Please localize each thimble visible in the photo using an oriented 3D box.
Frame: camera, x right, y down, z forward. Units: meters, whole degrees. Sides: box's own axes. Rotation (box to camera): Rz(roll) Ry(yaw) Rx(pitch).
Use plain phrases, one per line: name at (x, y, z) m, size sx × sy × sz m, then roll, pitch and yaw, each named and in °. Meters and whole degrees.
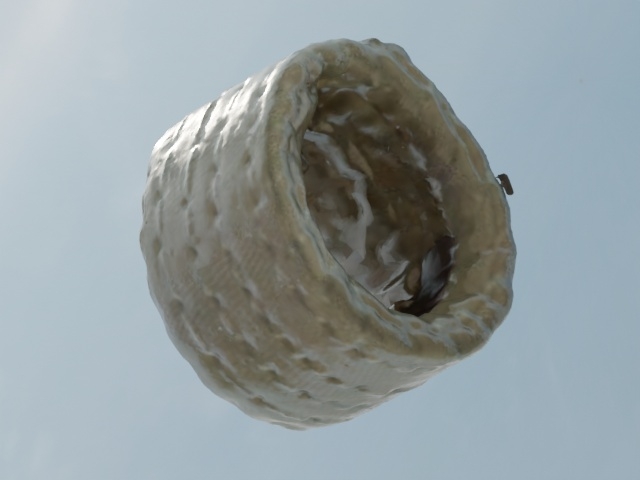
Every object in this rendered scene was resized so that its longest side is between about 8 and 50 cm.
thimble at (0.000, 0.000, 0.639) m, size 0.090 × 0.102 × 0.115 m, roll -31°, pitch -118°, yaw 46°
